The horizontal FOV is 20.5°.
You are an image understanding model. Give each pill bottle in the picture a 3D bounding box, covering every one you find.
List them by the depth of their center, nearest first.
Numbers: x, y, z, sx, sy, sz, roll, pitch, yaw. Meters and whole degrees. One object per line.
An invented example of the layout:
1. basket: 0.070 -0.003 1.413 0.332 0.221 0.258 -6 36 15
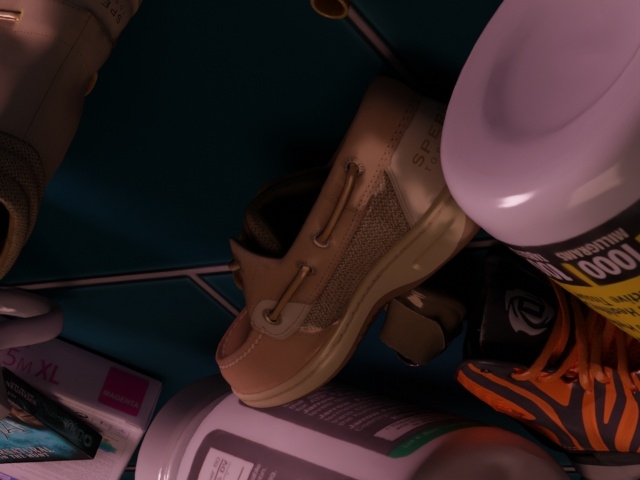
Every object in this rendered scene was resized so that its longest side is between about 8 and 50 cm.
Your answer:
1. pill bottle: 0.237 -0.008 0.897 0.334 0.188 0.188 34 149 -26
2. pill bottle: 0.015 0.212 1.353 0.204 0.204 0.361 37 166 -31

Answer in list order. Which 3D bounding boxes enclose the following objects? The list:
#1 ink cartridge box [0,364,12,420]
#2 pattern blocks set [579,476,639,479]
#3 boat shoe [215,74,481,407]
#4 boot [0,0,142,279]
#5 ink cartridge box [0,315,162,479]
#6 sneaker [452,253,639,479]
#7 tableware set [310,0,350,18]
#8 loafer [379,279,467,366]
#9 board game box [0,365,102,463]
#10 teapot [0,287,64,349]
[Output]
1. ink cartridge box: -0.304 0.012 1.128 0.130 0.309 0.272 -35 127 8
2. pattern blocks set: 0.320 0.318 1.489 0.285 0.026 0.325 -6 121 36
3. boat shoe: 0.000 0.000 1.155 0.110 0.122 0.341 30 141 -11
4. boot: -0.213 -0.060 1.069 0.095 0.203 0.262 34 148 -25
5. ink cartridge box: -0.268 0.175 1.690 0.185 0.065 0.311 23 150 -4
6. sneaker: 0.196 0.076 1.147 0.180 0.125 0.321 28 151 -19
7. tableware set: -0.035 -0.173 0.951 0.154 0.024 0.104 35 149 -28
8. loafer: 0.070 0.058 1.233 0.056 0.050 0.148 30 172 19
9. board game box: -0.303 0.162 1.600 0.186 0.026 0.126 -10 140 43
10. teapot: -0.380 0.057 1.419 0.256 0.252 0.187 50 -177 -14
